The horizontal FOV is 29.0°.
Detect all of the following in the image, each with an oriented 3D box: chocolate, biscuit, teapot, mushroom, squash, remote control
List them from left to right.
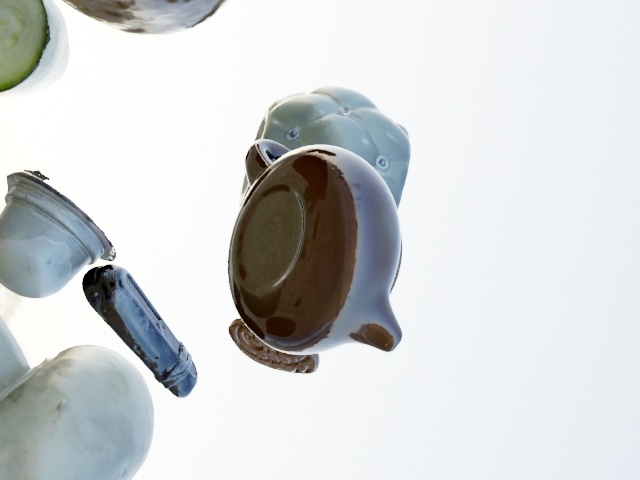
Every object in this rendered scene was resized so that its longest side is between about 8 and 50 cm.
[{"bbox_3d":[-0.444,-0.292,1.729,0.260,0.189,0.189,-99,-173,-80],"label":"squash"},{"bbox_3d":[-0.334,0.222,1.405,0.356,0.315,0.315,95,-23,-44],"label":"mushroom"},{"bbox_3d":[-0.426,0.006,1.832,0.221,0.147,0.221,37,-21,17],"label":"chocolate"},{"bbox_3d":[-0.257,0.136,1.869,0.266,0.066,0.090,54,33,-30],"label":"remote control"},{"bbox_3d":[-0.044,0.094,1.118,0.091,0.015,0.078,4,-39,36],"label":"biscuit"},{"bbox_3d":[0.000,0.000,1.068,0.178,0.135,0.252,-50,-139,23],"label":"teapot"}]

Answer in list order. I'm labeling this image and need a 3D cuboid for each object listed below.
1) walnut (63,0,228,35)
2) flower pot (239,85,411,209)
[{"bbox_3d":[-0.174,-0.283,1.007,0.336,0.209,0.209,9,71,-69],"label":"walnut"},{"bbox_3d":[0.002,-0.084,1.650,0.246,0.195,0.246,-164,-90,-83],"label":"flower pot"}]
